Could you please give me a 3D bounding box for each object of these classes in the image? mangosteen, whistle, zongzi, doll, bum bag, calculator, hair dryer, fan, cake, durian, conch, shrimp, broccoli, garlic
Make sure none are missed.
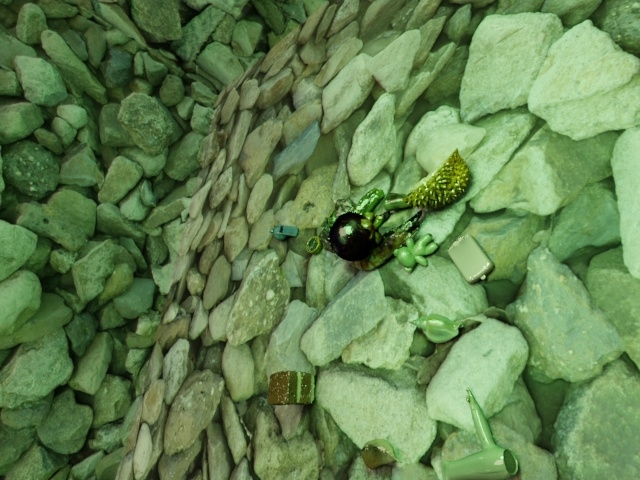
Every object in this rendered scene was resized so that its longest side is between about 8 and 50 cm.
[{"bbox_3d":[0.144,-0.023,1.525,0.230,0.194,0.194,-22,51,10],"label":"mangosteen"},{"bbox_3d":[-0.186,-0.039,2.096,0.158,0.090,0.090,7,72,10],"label":"whistle"},{"bbox_3d":[0.328,-0.170,1.595,0.154,0.062,0.130,-10,26,27],"label":"zongzi"},{"bbox_3d":[0.342,0.040,1.447,0.150,0.077,0.115,-33,85,20],"label":"doll"},{"bbox_3d":[0.072,-0.071,1.804,0.102,0.069,0.248,29,93,8],"label":"bum bag"},{"bbox_3d":[0.475,0.057,1.300,0.100,0.032,0.175,-45,43,24],"label":"calculator"},{"bbox_3d":[0.407,0.526,1.116,0.206,0.075,0.237,-37,38,40],"label":"hair dryer"},{"bbox_3d":[0.000,0.000,1.879,0.155,0.039,0.082,-46,41,16],"label":"fan"},{"bbox_3d":[-0.110,0.582,1.601,0.135,0.147,0.134,-22,53,42],"label":"cake"},{"bbox_3d":[0.405,-0.179,1.413,0.250,0.138,0.183,-36,14,34],"label":"durian"},{"bbox_3d":[0.358,0.275,1.291,0.180,0.065,0.088,0,69,40],"label":"conch"},{"bbox_3d":[0.246,-0.030,1.593,0.365,0.071,0.233,-44,37,32],"label":"shrimp"},{"bbox_3d":[0.144,-0.103,1.692,0.165,0.145,0.304,45,88,7],"label":"broccoli"},{"bbox_3d":[0.190,0.663,1.285,0.152,0.066,0.084,-40,71,33],"label":"garlic"}]
